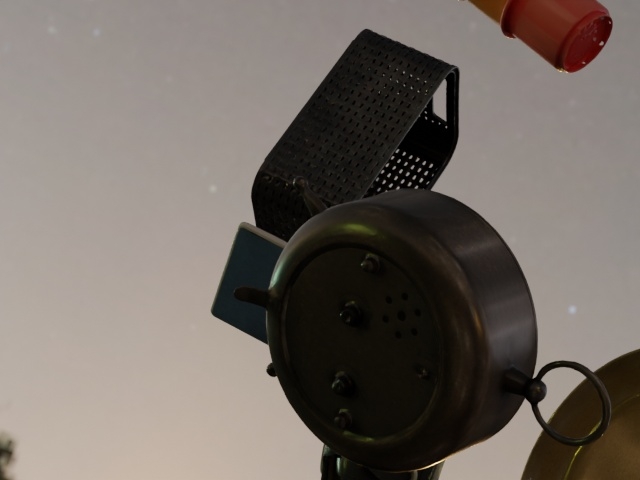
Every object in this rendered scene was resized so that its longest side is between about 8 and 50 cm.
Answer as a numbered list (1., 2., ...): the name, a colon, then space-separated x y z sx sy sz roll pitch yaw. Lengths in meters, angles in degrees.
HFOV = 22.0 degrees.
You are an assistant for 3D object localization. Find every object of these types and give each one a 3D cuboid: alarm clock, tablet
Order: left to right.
1. tablet: -0.033 0.028 0.971 0.054 0.006 0.083 28 -45 6
2. alarm clock: 0.049 0.049 0.765 0.192 0.129 0.064 20 22 32

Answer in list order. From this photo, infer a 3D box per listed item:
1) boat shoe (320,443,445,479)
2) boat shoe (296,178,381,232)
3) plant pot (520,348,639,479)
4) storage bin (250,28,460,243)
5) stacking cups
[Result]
1. boat shoe: 0.053 0.202 1.511 0.114 0.091 0.302 18 -58 37
2. boat shoe: 0.000 0.000 1.499 0.080 0.076 0.228 18 -54 6
3. plant pot: 0.233 0.190 1.181 0.032 0.236 0.236 27 -22 -31
4. storage bin: 0.030 -0.060 1.286 0.084 0.180 0.122 26 -27 19
5. stacking cups: 0.116 -0.252 1.409 0.316 0.096 0.096 46 -10 25
